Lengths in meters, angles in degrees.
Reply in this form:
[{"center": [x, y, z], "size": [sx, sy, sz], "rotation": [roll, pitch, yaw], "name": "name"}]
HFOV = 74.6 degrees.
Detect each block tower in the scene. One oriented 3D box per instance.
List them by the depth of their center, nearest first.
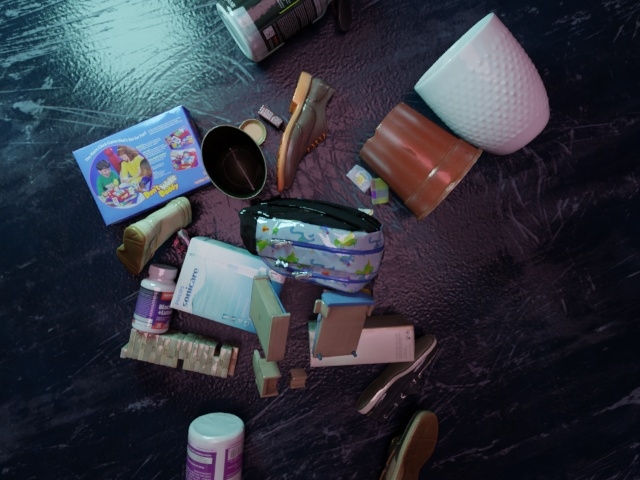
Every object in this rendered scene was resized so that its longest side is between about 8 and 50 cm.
[{"center": [-0.423, 0.335, 1.293], "size": [0.335, 0.091, 0.097], "rotation": [12, 92, -5], "name": "block tower"}]

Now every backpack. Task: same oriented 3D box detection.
[{"center": [0.000, 0.000, 1.152], "size": [0.356, 0.290, 0.273], "rotation": [-3, 96, 19], "name": "backpack"}]

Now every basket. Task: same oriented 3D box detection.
[{"center": [-0.232, -0.211, 1.203], "size": [0.154, 0.227, 0.204], "rotation": [-32, 96, -1], "name": "basket"}]

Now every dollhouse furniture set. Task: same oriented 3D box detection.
[{"center": [-0.028, 0.241, 1.173], "size": [0.303, 0.198, 0.286], "rotation": [0, 116, -22], "name": "dollhouse furniture set"}]

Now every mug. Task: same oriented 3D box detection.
[{"center": [0.509, -0.453, 1.238], "size": [0.328, 0.276, 0.374], "rotation": [44, 59, -11], "name": "mug"}]

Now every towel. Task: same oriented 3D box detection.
[{"center": [0.188, -0.158, 1.333], "size": [0.060, 0.009, 0.083], "rotation": [-10, 104, -10], "name": "towel"}]

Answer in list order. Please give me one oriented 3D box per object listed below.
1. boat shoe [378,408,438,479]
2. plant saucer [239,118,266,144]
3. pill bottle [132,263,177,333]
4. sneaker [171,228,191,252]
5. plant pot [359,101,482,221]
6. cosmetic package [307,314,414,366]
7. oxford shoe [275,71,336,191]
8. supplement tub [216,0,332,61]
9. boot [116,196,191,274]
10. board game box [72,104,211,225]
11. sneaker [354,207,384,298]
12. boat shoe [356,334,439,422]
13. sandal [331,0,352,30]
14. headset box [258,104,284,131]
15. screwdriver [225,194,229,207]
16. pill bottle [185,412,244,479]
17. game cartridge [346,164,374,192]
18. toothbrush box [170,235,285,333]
[{"center": [0.264, 0.675, 1.342], "size": [0.123, 0.123, 0.342], "rotation": [8, 103, -29], "name": "boat shoe"}, {"center": [-0.210, -0.332, 1.302], "size": [0.083, 0.015, 0.083], "rotation": [0, 94, -4], "name": "plant saucer"}, {"center": [-0.493, 0.172, 1.268], "size": [0.108, 0.108, 0.193], "rotation": [13, 93, -4], "name": "pill bottle"}, {"center": [-0.418, 0.007, 1.258], "size": [0.057, 0.119, 0.047], "rotation": [-12, 66, -11], "name": "sneaker"}, {"center": [0.275, -0.243, 1.231], "size": [0.265, 0.272, 0.272], "rotation": [41, 90, 3], "name": "plant pot"}, {"center": [0.117, 0.304, 1.293], "size": [0.309, 0.160, 0.113], "rotation": [-1, 92, -5], "name": "cosmetic package"}, {"center": [-0.046, -0.312, 1.262], "size": [0.133, 0.130, 0.363], "rotation": [16, 93, -11], "name": "oxford shoe"}, {"center": [-0.117, -0.677, 1.198], "size": [0.316, 0.193, 0.193], "rotation": [-35, 95, -1], "name": "supplement tub"}, {"center": [-0.491, -0.015, 1.251], "size": [0.095, 0.262, 0.203], "rotation": [43, 49, -1], "name": "boot"}, {"center": [-0.509, -0.217, 1.247], "size": [0.347, 0.078, 0.233], "rotation": [-22, 95, 2], "name": "board game box"}, {"center": [0.141, 0.056, 1.294], "size": [0.127, 0.126, 0.321], "rotation": [-12, 93, 3], "name": "sneaker"}, {"center": [0.266, 0.446, 1.327], "size": [0.113, 0.127, 0.340], "rotation": [43, 92, -6], "name": "boat shoe"}, {"center": [0.059, -0.725, 1.278], "size": [0.040, 0.067, 0.179], "rotation": [-2, 95, 36], "name": "sandal"}, {"center": [-0.153, -0.373, 1.280], "size": [0.083, 0.062, 0.032], "rotation": [34, 90, -6], "name": "headset box"}, {"center": [-0.310, -0.182, 1.306], "size": [0.025, 0.024, 0.170], "rotation": [-6, 102, 26], "name": "screwdriver"}, {"center": [-0.324, 0.705, 1.283], "size": [0.169, 0.169, 0.301], "rotation": [5, 93, -4], "name": "pill bottle"}, {"center": [0.129, -0.198, 1.333], "size": [0.083, 0.017, 0.056], "rotation": [43, 86, -5], "name": "game cartridge"}, {"center": [-0.268, 0.132, 1.272], "size": [0.296, 0.126, 0.216], "rotation": [17, 93, -5], "name": "toothbrush box"}]
